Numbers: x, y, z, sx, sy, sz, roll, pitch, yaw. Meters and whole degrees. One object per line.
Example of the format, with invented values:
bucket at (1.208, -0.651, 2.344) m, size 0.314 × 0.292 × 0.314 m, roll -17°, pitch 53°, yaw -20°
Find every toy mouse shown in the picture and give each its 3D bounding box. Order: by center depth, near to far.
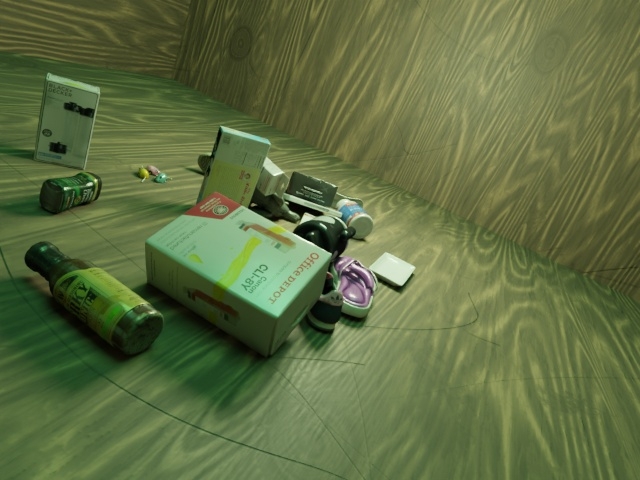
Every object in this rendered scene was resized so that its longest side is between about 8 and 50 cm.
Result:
toy mouse at (-0.659, -0.268, 1.900) m, size 0.143 × 0.031 × 0.161 m, roll 6°, pitch 26°, yaw -38°

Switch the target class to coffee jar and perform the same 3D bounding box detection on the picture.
coffee jar at (-0.741, -0.148, 1.423) m, size 0.079 × 0.096 × 0.184 m, roll 27°, pitch 21°, yaw 3°

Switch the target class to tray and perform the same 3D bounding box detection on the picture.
tray at (0.289, 0.120, 1.917) m, size 0.145 × 0.030 × 0.270 m, roll 29°, pitch 21°, yaw 14°

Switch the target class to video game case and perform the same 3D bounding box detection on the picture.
video game case at (-0.066, -0.171, 2.174) m, size 0.285 × 0.025 × 0.204 m, roll 17°, pitch 5°, yaw -32°

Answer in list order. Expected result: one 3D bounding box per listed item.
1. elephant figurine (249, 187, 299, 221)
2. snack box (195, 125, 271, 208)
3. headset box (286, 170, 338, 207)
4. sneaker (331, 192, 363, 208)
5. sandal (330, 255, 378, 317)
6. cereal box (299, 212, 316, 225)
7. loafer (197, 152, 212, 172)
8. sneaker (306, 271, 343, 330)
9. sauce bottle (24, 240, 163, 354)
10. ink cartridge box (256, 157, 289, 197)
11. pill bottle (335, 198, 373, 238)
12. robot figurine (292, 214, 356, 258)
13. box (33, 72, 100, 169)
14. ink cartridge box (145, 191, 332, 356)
elephant figurine at (-0.207, -0.163, 1.962) m, size 0.239 × 0.169 × 0.186 m, roll 44°, pitch 54°, yaw 11°
snack box at (-0.327, -0.245, 1.768) m, size 0.187 × 0.321 × 0.060 m, roll 11°, pitch 26°, yaw -29°
headset box at (-0.045, -0.244, 2.262) m, size 0.218 × 0.110 × 0.293 m, roll 19°, pitch 4°, yaw -8°
sneaker at (0.110, -0.199, 2.494) m, size 0.222 × 0.083 × 0.118 m, roll 14°, pitch 2°, yaw -4°
sandal at (0.127, 0.129, 1.620) m, size 0.170 × 0.102 × 0.416 m, roll 20°, pitch 20°, yaw -7°
cereal box at (-0.008, -0.033, 1.967) m, size 0.173 × 0.047 × 0.240 m, roll 22°, pitch 20°, yaw -1°
loafer at (-0.440, -0.329, 2.200) m, size 0.269 × 0.101 × 0.092 m, roll 24°, pitch 17°, yaw -24°
sneaker at (-0.009, 0.131, 1.434) m, size 0.112 × 0.131 × 0.319 m, roll 10°, pitch 23°, yaw -30°
sauce bottle at (-0.494, 0.112, 1.015) m, size 0.345 × 0.111 × 0.111 m, roll 28°, pitch 21°, yaw 20°
ink cartridge box at (-0.213, -0.250, 1.850) m, size 0.180 × 0.104 × 0.060 m, roll 43°, pitch 39°, yaw 21°
pill bottle at (0.148, -0.109, 2.209) m, size 0.124 × 0.124 × 0.221 m, roll 11°, pitch 23°, yaw -28°
robot figurine at (-0.002, -0.002, 1.712) m, size 0.209 × 0.173 × 0.278 m, roll 29°, pitch 22°, yaw 16°
box at (-0.882, -0.408, 1.650) m, size 0.169 × 0.289 × 0.087 m, roll 11°, pitch 23°, yaw -31°
ink cartridge box at (-0.205, 0.072, 1.222) m, size 0.385 × 0.160 × 0.279 m, roll 28°, pitch 42°, yaw 14°
